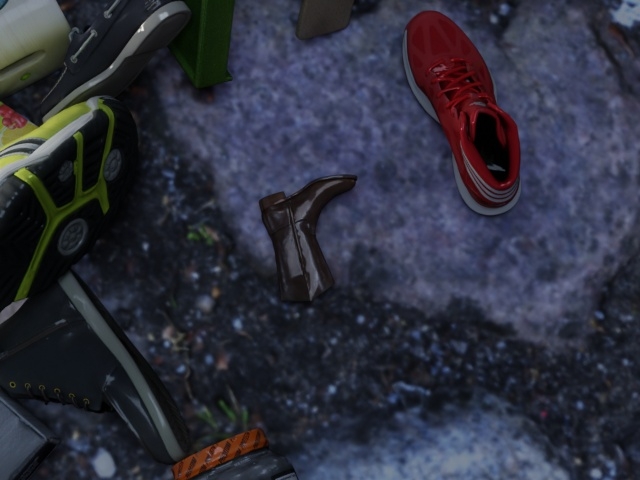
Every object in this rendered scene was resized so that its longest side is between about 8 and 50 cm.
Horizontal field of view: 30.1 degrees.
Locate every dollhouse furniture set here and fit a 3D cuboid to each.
[{"bbox_3d":[-0.103,-0.333,1.235,0.197,0.151,0.301,-20,59,-24],"label":"dollhouse furniture set"}]

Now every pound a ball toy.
[{"bbox_3d":[-0.430,-0.215,1.176,0.319,0.136,0.208,-28,78,-6],"label":"pound a ball toy"}]

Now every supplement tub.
[{"bbox_3d":[-0.057,0.273,1.068,0.117,0.117,0.190,-24,77,-5],"label":"supplement tub"}]

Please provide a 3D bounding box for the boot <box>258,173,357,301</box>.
[{"bbox_3d":[0.000,0.000,1.169,0.106,0.037,0.114,-19,74,10],"label":"boot"}]

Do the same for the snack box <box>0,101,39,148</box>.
[{"bbox_3d":[-0.329,-0.059,1.188,0.100,0.037,0.141,34,80,8],"label":"snack box"}]

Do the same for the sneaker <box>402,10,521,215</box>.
[{"bbox_3d":[0.147,-0.141,1.153,0.087,0.128,0.221,-24,79,-5],"label":"sneaker"}]

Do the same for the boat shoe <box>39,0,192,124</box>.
[{"bbox_3d":[-0.211,-0.186,1.162,0.206,0.075,0.065,-36,84,31],"label":"boat shoe"}]

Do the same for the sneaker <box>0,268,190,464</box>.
[{"bbox_3d":[-0.221,0.144,1.125,0.118,0.083,0.222,-38,69,-3],"label":"sneaker"}]

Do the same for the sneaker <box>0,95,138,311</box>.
[{"bbox_3d":[-0.323,-0.008,1.084,0.147,0.145,0.385,30,63,27],"label":"sneaker"}]

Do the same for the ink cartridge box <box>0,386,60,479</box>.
[{"bbox_3d":[-0.459,0.208,1.115,0.307,0.072,0.304,38,80,7],"label":"ink cartridge box"}]
